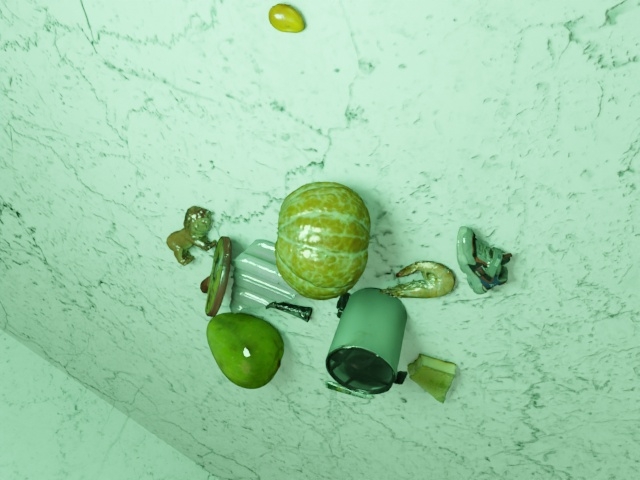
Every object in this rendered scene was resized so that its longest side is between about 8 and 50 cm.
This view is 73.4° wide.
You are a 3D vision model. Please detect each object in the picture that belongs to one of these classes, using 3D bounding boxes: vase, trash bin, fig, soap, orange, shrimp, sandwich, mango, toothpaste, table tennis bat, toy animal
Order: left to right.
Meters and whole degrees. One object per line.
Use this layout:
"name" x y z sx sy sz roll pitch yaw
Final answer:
"toy animal" -0.458 -0.013 1.503 0.312 0.097 0.157 -28 101 37
"table tennis bat" -0.360 0.131 1.470 0.051 0.268 0.415 11 163 -20
"fig" -0.297 0.403 1.637 0.326 0.258 0.258 34 131 12
"soap" -0.141 0.158 1.446 0.302 0.159 0.258 22 126 8
"mango" -0.078 -0.513 0.998 0.089 0.046 0.060 22 133 -12
"vase" -0.116 0.249 1.571 0.167 0.059 0.059 15 129 11
"orange" 0.000 0.000 1.166 0.249 0.329 0.329 10 130 -6
"toothpaste" 0.116 0.619 1.773 0.204 0.031 0.049 9 126 17
"trash bin" 0.154 0.318 1.380 0.277 0.262 0.217 20 130 6
"shrimp" 0.291 0.126 1.320 0.236 0.053 0.133 -10 122 24
"sandwich" 0.390 0.497 1.557 0.162 0.058 0.193 13 130 15

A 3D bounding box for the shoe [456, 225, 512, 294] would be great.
"shoe" 0.450 0.054 1.168 0.125 0.099 0.227 -10 126 37
